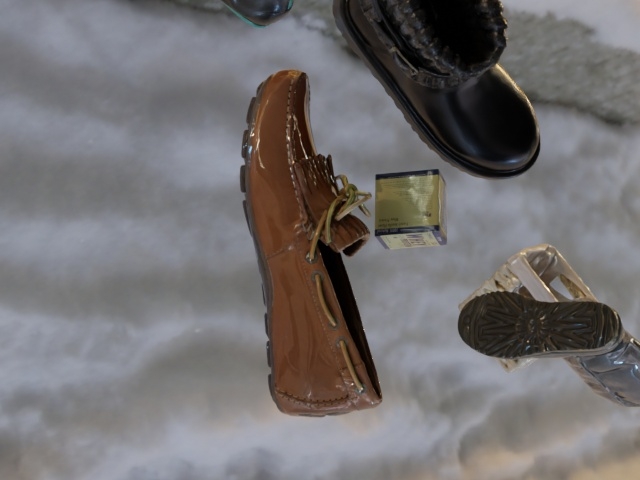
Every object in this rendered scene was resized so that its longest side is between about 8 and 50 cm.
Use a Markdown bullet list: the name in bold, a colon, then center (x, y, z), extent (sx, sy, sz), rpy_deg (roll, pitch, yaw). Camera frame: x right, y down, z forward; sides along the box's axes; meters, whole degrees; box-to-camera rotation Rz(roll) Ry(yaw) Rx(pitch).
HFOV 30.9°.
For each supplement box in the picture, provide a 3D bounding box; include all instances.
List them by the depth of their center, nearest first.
- **supplement box**: center (0.114, -0.038, 1.453), extent (0.056, 0.083, 0.083), rpy_deg (46, 42, -65)

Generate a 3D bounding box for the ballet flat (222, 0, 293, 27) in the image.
- **ballet flat**: center (-0.141, -0.350, 1.286), extent (0.280, 0.096, 0.095), rpy_deg (32, 50, -5)

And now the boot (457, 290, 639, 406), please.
- **boot**: center (0.268, 0.119, 1.234), extent (0.208, 0.189, 0.076), rpy_deg (29, 71, -55)

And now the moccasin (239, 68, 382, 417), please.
- **moccasin**: center (-0.001, 0.000, 1.260), extent (0.139, 0.147, 0.380), rpy_deg (25, 57, -72)

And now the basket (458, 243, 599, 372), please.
- **basket**: center (0.248, 0.080, 1.361), extent (0.113, 0.103, 0.167), rpy_deg (53, 22, 12)

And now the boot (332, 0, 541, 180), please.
- **boot**: center (0.170, -0.202, 1.349), extent (0.348, 0.260, 0.131), rpy_deg (41, 80, -15)
